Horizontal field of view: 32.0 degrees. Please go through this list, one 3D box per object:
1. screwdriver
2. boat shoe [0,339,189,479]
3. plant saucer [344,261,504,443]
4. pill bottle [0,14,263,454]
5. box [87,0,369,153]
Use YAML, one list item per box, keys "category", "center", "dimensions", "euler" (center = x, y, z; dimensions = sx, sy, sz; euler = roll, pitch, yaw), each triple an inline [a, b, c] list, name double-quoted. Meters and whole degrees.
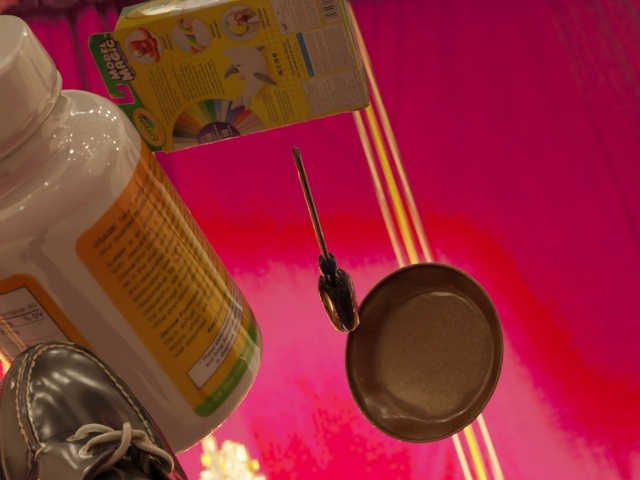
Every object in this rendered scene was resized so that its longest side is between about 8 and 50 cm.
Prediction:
- category: "screwdriver"
  center: [0.000, 0.000, 0.684]
  dimensions: [0.024, 0.025, 0.170]
  euler: [-25, -46, -7]
- category: "boat shoe"
  center: [-0.060, 0.093, 0.379]
  dimensions: [0.075, 0.206, 0.065]
  euler: [6, -58, -34]
- category: "plant saucer"
  center: [0.118, 0.124, 1.227]
  dimensions: [0.199, 0.198, 0.036]
  euler: [-33, -29, 25]
- category: "pill bottle"
  center: [-0.142, 0.003, 0.626]
  dimensions: [0.136, 0.136, 0.245]
  euler: [-22, -53, 9]
- category: "box"
  center: [-0.064, -0.125, 0.785]
  dimensions: [0.179, 0.043, 0.105]
  euler: [-12, -56, 9]
